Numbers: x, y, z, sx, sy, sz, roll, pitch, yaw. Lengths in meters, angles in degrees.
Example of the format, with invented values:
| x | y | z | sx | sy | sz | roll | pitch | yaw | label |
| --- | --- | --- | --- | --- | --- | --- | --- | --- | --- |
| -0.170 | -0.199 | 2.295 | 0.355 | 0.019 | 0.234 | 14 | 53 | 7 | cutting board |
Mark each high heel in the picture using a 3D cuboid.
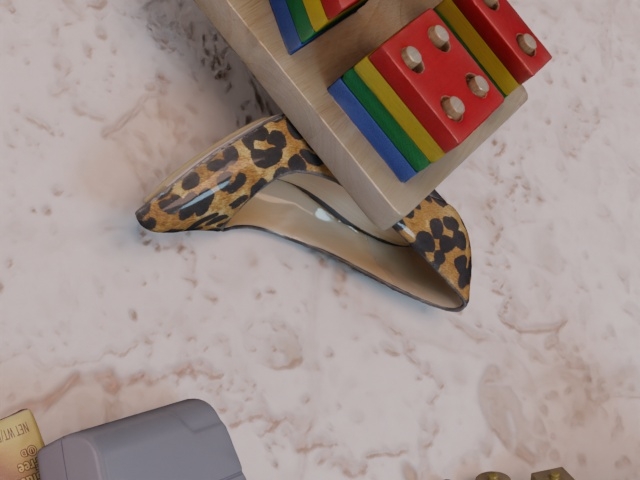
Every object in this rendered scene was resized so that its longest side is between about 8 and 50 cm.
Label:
| x | y | z | sx | sy | sz | roll | pitch | yaw | label |
| --- | --- | --- | --- | --- | --- | --- | --- | --- | --- |
| 0.000 | 0.000 | 1.247 | 0.261 | 0.093 | 0.186 | -24 | 80 | -41 | high heel |

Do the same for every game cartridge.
| x | y | z | sx | sy | sz | roll | pitch | yaw | label |
| --- | --- | --- | --- | --- | --- | --- | --- | --- | --- |
| -0.077 | 0.253 | 1.090 | 0.297 | 0.062 | 0.198 | 68 | 17 | 5 | game cartridge |

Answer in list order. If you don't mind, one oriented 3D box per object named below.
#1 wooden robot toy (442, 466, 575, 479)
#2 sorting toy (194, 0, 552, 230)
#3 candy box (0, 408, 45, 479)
| x | y | z | sx | sy | sz | roll | pitch | yaw | label |
| --- | --- | --- | --- | --- | --- | --- | --- | --- | --- |
| 0.113 | 0.226 | 1.270 | 0.173 | 0.076 | 0.079 | -19 | 119 | -32 | wooden robot toy |
| 0.049 | -0.176 | 1.286 | 0.255 | 0.089 | 0.257 | 51 | 38 | -2 | sorting toy |
| -0.214 | 0.283 | 1.042 | 0.183 | 0.087 | 0.316 | -19 | 83 | -32 | candy box |
